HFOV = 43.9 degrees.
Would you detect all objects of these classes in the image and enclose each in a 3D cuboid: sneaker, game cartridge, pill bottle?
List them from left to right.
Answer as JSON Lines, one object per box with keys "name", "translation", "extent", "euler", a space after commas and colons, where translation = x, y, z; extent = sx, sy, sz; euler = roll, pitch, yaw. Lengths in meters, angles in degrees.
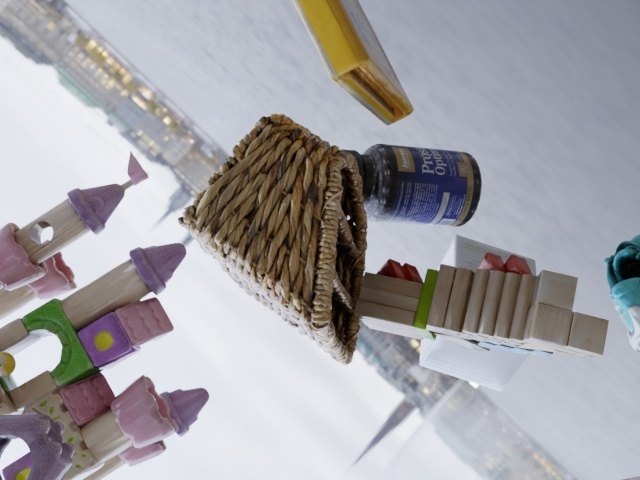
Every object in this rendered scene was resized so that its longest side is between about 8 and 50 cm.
{"name": "game cartridge", "translation": [0.006, -0.316, 0.986], "extent": [0.324, 0.052, 0.285], "euler": [67, -165, 9]}
{"name": "pill bottle", "translation": [0.129, -0.087, 1.243], "extent": [0.219, 0.123, 0.123], "euler": [3, -165, -19]}
{"name": "sneaker", "translation": [0.455, 0.042, 1.107], "extent": [0.110, 0.107, 0.275], "euler": [52, -150, -5]}

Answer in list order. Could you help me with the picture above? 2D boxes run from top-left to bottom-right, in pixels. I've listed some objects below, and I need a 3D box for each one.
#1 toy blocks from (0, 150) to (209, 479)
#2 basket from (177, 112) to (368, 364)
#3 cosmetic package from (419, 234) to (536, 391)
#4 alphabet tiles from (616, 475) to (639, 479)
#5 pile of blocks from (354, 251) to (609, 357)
{"name": "toy blocks", "translation": [-0.235, 0.085, 0.779], "extent": [0.289, 0.260, 0.309], "euler": [58, 174, 12]}
{"name": "basket", "translation": [0.000, 0.000, 1.008], "extent": [0.223, 0.213, 0.299], "euler": [36, 170, 18]}
{"name": "cosmetic package", "translation": [0.264, 0.120, 1.326], "extent": [0.151, 0.152, 0.184], "euler": [18, -138, -4]}
{"name": "alphabet tiles", "translation": [0.458, 0.347, 1.080], "extent": [0.285, 0.342, 0.011], "euler": [1, -111, -55]}
{"name": "pile of blocks", "translation": [0.209, 0.078, 1.042], "extent": [0.362, 0.113, 0.149], "euler": [4, 163, 41]}
